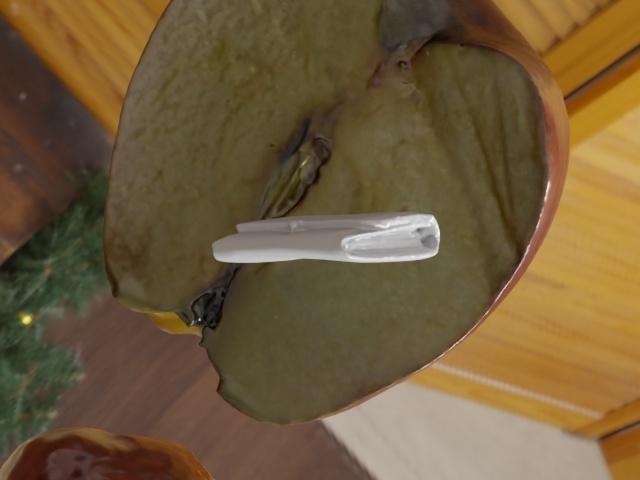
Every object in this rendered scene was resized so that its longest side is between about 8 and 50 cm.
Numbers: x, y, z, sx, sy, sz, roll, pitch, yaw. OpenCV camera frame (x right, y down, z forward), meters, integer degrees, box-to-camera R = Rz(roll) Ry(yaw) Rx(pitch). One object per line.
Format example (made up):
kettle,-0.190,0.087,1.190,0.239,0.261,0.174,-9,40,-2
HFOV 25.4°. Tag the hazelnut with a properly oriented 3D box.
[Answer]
hazelnut,-0.185,0.291,1.222,0.261,0.261,0.241,32,32,-18

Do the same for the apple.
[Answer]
apple,0.004,-0.050,1.063,0.295,0.365,0.329,29,13,-22

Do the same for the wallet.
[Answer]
wallet,0.000,0.000,0.719,0.061,0.122,0.025,-11,96,-35
